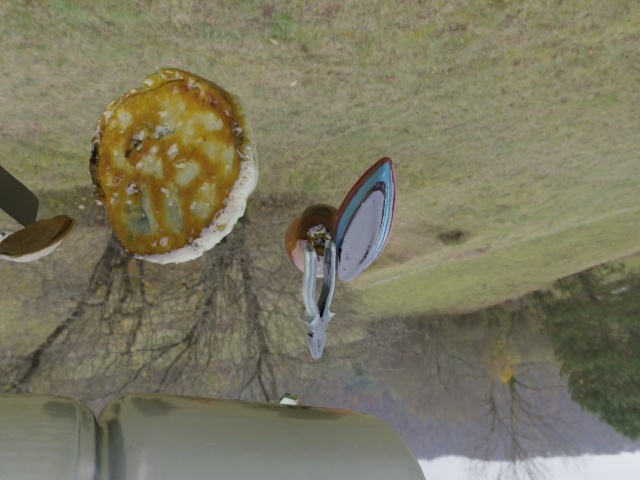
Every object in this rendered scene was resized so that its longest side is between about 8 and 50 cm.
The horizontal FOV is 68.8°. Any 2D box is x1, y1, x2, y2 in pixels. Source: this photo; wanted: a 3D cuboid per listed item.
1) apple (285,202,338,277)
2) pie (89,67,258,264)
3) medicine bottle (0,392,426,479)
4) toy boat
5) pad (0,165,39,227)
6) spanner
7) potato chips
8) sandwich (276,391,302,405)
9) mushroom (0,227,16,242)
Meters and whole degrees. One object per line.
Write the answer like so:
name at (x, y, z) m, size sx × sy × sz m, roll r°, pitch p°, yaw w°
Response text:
apple at (0.000, 0.000, 1.406) m, size 0.230 × 0.229 × 0.230 m, roll -5°, pitch 160°, yaw -2°
pie at (-0.229, -0.111, 0.721) m, size 0.315 × 0.315 × 0.092 m, roll -14°, pitch 168°, yaw 21°
medicine bottle at (-0.108, 0.230, 0.361) m, size 0.372 × 0.211 × 0.211 m, roll 16°, pitch 152°, yaw -29°
toy boat at (0.095, -0.028, 1.058) m, size 0.136 × 0.079 × 0.392 m, roll 17°, pitch 146°, yaw 2°
pad at (-0.880, -0.155, 1.274) m, size 0.004 × 0.181 × 0.267 m, roll -30°, pitch 133°, yaw 1°
spanner at (-0.006, 0.154, 1.140) m, size 0.096 × 0.324 × 0.040 m, roll -16°, pitch -150°, yaw -34°
potato chips at (-0.667, -0.002, 1.113) m, size 0.150 × 0.201 × 0.049 m, roll -4°, pitch 122°, yaw -6°
sandwich at (-0.118, 0.578, 1.641) m, size 0.105 × 0.093 × 0.035 m, roll -19°, pitch -161°, yaw 20°
mushroom at (-1.030, -0.006, 1.518) m, size 0.079 × 0.085 × 0.085 m, roll 31°, pitch 179°, yaw 30°
